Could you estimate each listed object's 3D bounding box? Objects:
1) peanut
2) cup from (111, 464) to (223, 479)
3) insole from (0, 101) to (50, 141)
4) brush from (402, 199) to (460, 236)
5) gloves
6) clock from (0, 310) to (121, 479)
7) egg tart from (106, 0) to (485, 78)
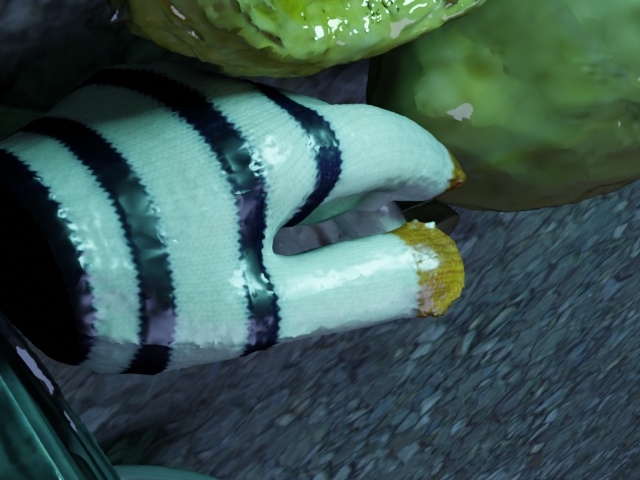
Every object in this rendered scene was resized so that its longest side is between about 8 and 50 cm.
[{"bbox_3d":[0.184,-0.150,0.910,0.387,0.169,0.192,-34,-174,-7],"label":"peanut"},{"bbox_3d":[-0.119,0.351,1.096,0.259,0.356,0.274,4,144,-14],"label":"cup"},{"bbox_3d":[-0.153,-0.041,0.754,0.063,0.010,0.192,-48,157,14],"label":"insole"},{"bbox_3d":[0.000,0.000,1.034,0.070,0.065,0.327,-56,164,18],"label":"brush"},{"bbox_3d":[-0.033,-0.019,0.789,0.219,0.140,0.131,-24,107,-31],"label":"gloves"},{"bbox_3d":[-0.102,0.136,0.777,0.061,0.312,0.312,-33,157,-6],"label":"clock"},{"bbox_3d":[0.022,-0.174,0.699,0.279,0.095,0.279,-29,152,-18],"label":"egg tart"}]
